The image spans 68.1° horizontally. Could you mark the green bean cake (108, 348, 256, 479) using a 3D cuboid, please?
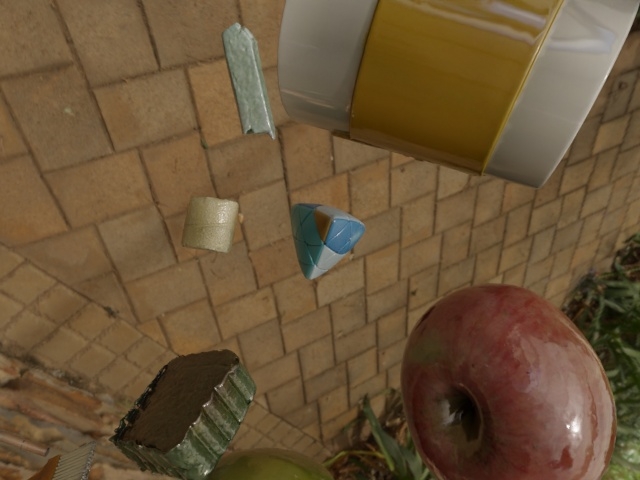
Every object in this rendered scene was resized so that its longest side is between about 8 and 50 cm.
[{"bbox_3d":[-0.198,0.263,0.715,0.094,0.181,0.173,56,41,-24],"label":"green bean cake"}]

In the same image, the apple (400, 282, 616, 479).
[{"bbox_3d":[0.293,0.240,0.757,0.269,0.345,0.344,-4,124,-38],"label":"apple"}]

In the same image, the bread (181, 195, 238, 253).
[{"bbox_3d":[-0.290,-0.042,1.250,0.134,0.148,0.141,11,86,-21],"label":"bread"}]

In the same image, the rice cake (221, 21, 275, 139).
[{"bbox_3d":[-0.132,-0.286,0.873,0.063,0.069,0.206,-10,107,2],"label":"rice cake"}]

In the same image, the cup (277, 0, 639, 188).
[{"bbox_3d":[0.110,-0.160,0.398,0.241,0.226,0.185,-42,153,-52],"label":"cup"}]

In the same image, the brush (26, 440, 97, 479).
[{"bbox_3d":[-0.503,0.411,0.744,0.314,0.090,0.017,-23,117,0],"label":"brush"}]

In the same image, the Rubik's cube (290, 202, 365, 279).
[{"bbox_3d":[0.000,0.000,1.379,0.254,0.254,0.254,-18,130,-23],"label":"Rubik's cube"}]

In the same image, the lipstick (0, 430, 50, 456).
[{"bbox_3d":[-0.553,0.379,0.881,0.094,0.019,0.019,23,110,-6],"label":"lipstick"}]

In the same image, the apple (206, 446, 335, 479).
[{"bbox_3d":[-0.086,0.461,0.710,0.254,0.292,0.292,-27,137,13],"label":"apple"}]
